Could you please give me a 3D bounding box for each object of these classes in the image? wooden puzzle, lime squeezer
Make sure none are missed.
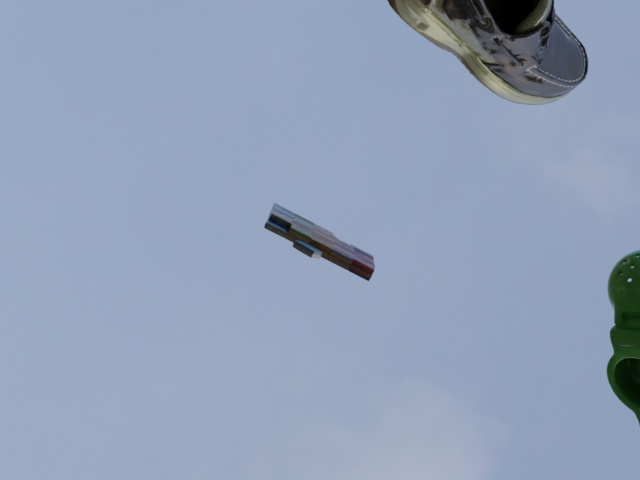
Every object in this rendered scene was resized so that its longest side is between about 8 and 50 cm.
[{"bbox_3d":[0.000,0.000,0.720,0.049,0.083,0.006,27,-83,-3],"label":"wooden puzzle"},{"bbox_3d":[0.243,0.073,1.231,0.059,0.110,0.310,1,-95,23],"label":"lime squeezer"}]

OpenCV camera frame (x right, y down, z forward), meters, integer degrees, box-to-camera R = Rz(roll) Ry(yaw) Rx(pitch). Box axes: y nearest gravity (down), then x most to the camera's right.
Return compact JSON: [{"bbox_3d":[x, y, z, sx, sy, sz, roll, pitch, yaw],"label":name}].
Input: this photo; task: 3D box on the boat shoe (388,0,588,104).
[{"bbox_3d":[0.135,-0.162,1.228,0.073,0.223,0.080,-16,-119,40],"label":"boat shoe"}]
